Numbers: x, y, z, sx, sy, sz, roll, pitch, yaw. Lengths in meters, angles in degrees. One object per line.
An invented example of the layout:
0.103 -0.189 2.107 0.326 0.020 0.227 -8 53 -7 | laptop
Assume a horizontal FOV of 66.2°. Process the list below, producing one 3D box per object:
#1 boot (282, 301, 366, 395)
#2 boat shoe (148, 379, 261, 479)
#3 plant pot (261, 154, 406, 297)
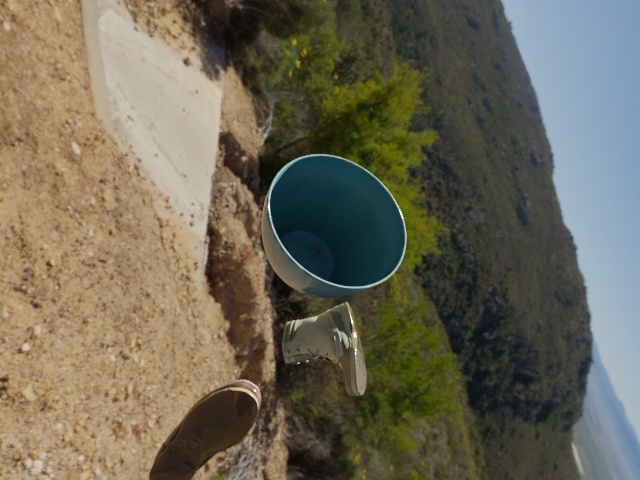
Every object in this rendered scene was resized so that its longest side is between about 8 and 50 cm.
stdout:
0.004 0.243 1.037 0.077 0.164 0.213 63 13 -46 | boot
-0.151 0.248 0.651 0.073 0.207 0.073 45 18 -5 | boat shoe
0.000 0.000 1.008 0.289 0.195 0.291 12 58 -20 | plant pot
